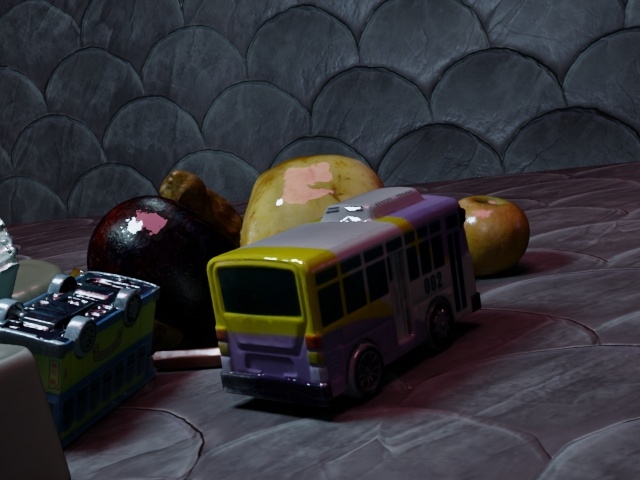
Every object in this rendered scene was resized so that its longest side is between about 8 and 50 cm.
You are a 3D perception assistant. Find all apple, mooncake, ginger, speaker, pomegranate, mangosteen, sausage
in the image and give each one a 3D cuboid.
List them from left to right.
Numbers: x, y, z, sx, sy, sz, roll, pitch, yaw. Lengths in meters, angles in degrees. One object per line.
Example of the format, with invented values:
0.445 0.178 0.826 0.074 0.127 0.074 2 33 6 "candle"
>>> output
-0.518 0.237 1.231 0.406 0.184 0.183 -2 12 37 "speaker"
-0.665 0.136 2.033 0.275 0.135 0.275 -8 14 2 "mooncake"
-0.293 0.073 1.730 0.300 0.300 0.300 -9 11 2 "mangosteen"
-0.217 0.196 1.594 0.147 0.035 0.030 -7 14 19 "sausage"
-0.259 0.012 2.016 0.254 0.176 0.418 -40 -33 10 "ginger"
0.000 0.000 1.805 0.332 0.332 0.332 -9 11 2 "pomegranate"
0.328 -0.007 1.909 0.182 0.155 0.182 5 15 -1 "apple"

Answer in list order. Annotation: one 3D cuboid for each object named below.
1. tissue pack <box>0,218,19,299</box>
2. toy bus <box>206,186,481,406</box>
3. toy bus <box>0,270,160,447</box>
-0.657 0.120 1.545 0.287 0.162 0.388 -22 -20 -33 "tissue pack"
0.051 0.068 1.461 0.209 0.249 0.440 0 14 39 "toy bus"
-0.374 0.167 1.444 0.152 0.190 0.312 10 16 15 "toy bus"
